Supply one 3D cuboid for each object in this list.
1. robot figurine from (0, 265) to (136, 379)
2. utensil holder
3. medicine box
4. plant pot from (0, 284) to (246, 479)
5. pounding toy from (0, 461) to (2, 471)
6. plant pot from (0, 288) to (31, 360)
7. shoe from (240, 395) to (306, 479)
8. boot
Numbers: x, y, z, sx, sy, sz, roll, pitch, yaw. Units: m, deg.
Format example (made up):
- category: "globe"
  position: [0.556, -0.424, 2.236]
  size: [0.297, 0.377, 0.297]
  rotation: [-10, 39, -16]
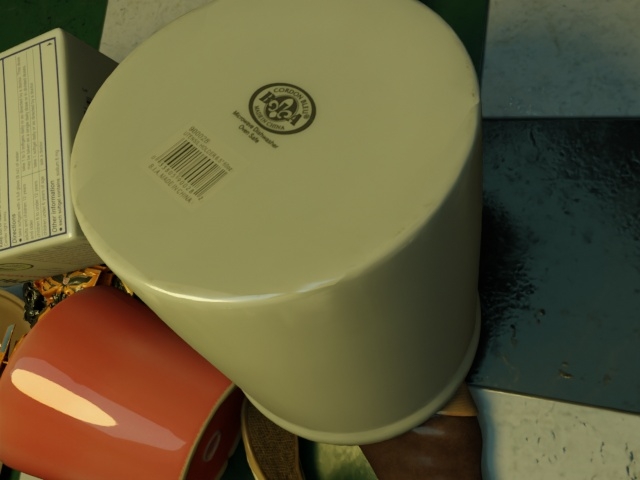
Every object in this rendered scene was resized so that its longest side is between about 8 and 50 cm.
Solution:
- category: "robot figurine"
  position: [-0.412, 0.152, 0.886]
  size: [0.211, 0.085, 0.290]
  rotation: [10, 78, 10]
- category: "utensil holder"
  position: [0.000, 0.000, 0.552]
  size: [0.328, 0.385, 0.327]
  rotation: [-6, 59, 9]
- category: "medicine box"
  position: [-0.391, -0.091, 0.739]
  size: [0.289, 0.149, 0.263]
  rotation: [-13, 78, 20]
- category: "plant pot"
  position: [-0.241, 0.226, 0.741]
  size: [0.243, 0.275, 0.274]
  rotation: [20, 89, 14]
- category: "pounding toy"
  position: [-0.590, 0.395, 0.945]
  size: [0.130, 0.100, 0.141]
  rotation: [4, 80, 37]
- category: "plant pot"
  position: [-0.594, 0.198, 0.934]
  size: [0.110, 0.237, 0.237]
  rotation: [-26, 67, 60]
- category: "shoe"
  position: [-0.060, 0.305, 0.738]
  size: [0.058, 0.077, 0.219]
  rotation: [-31, 78, 54]
- category: "boot"
  position: [0.076, 0.264, 0.684]
  size: [0.249, 0.090, 0.206]
  rotation: [-12, 75, 16]
